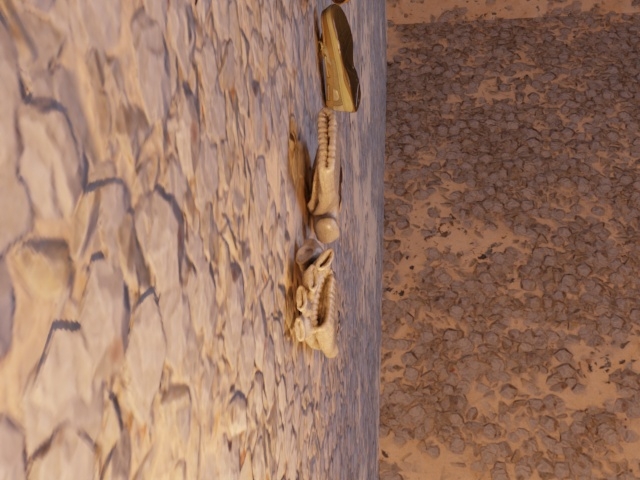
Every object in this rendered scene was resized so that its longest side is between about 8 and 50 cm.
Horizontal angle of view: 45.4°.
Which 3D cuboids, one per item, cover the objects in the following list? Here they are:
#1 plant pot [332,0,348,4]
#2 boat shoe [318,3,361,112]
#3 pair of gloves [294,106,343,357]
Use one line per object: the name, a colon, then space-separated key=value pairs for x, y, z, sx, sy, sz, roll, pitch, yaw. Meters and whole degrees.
plant pot: x=0.030 y=-0.379 z=0.831 sx=0.236 sy=0.032 sz=0.236 roll=175 pitch=-90 yaw=-79
boat shoe: x=0.017 y=-0.235 z=1.001 sx=0.153 sy=0.048 sz=0.056 roll=72 pitch=29 yaw=-45
pair of gloves: x=0.000 y=0.000 z=0.815 sx=0.204 sy=0.042 sz=0.240 roll=71 pitch=21 yaw=-78
